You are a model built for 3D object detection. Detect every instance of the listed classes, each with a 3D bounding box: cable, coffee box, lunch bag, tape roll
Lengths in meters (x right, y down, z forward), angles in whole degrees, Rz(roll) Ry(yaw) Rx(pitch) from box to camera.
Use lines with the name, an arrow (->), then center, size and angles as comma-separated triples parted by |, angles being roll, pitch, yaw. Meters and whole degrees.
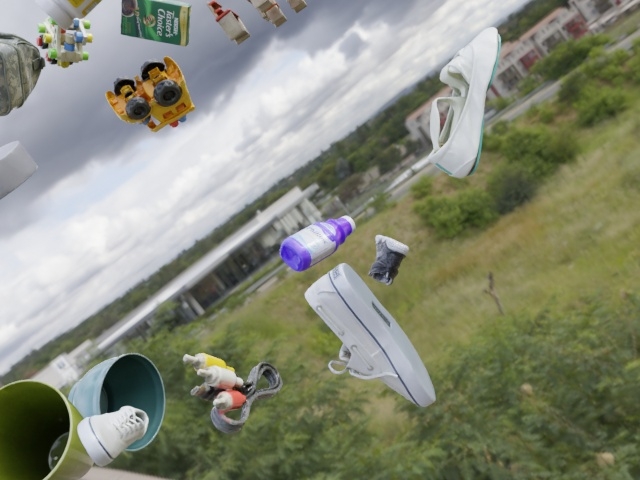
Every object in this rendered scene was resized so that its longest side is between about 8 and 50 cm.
cable -> -0.126, 0.262, 1.220 | 0.072, 0.139, 0.287 | -46, -26, 17
coffee box -> -0.445, -0.599, 1.867 | 0.040, 0.184, 0.113 | -81, 3, -60
lunch bag -> -0.984, -0.497, 1.977 | 0.305, 0.212, 0.256 | 5, 26, 1
tape roll -> -0.761, -0.138, 1.572 | 0.219, 0.072, 0.219 | -24, 28, 13

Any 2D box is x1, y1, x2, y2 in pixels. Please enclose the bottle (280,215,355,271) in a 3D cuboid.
bottle -> 0.000, 0.000, 2.244 | 0.283, 0.118, 0.092 | -29, -30, -39

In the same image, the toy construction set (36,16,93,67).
toy construction set -> -0.816, -0.676, 2.190 | 0.215, 0.151, 0.327 | -67, 32, 35

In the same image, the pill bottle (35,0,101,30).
pill bottle -> -0.626, -0.654, 1.788 | 0.208, 0.119, 0.119 | -44, 5, -1

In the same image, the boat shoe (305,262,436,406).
boat shoe -> 0.090, 0.229, 1.453 | 0.156, 0.367, 0.136 | -33, 18, 17

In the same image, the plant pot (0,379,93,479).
plant pot -> -0.700, 0.530, 1.763 | 0.275, 0.275, 0.293 | -39, -26, -11

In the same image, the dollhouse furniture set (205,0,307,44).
dollhouse furniture set -> -0.187, -0.703, 2.003 | 0.259, 0.135, 0.262 | -33, 0, 11

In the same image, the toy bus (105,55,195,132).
toy bus -> -0.483, -0.395, 2.023 | 0.220, 0.149, 0.211 | -32, -33, -7

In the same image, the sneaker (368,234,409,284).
sneaker -> 0.221, 0.068, 2.407 | 0.268, 0.101, 0.153 | -155, 90, -84

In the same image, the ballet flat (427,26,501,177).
ballet flat -> 0.342, -0.351, 1.672 | 0.139, 0.139, 0.400 | 157, 128, -72

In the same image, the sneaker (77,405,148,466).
sneaker -> -0.387, 0.355, 1.309 | 0.091, 0.094, 0.258 | -33, -2, -8

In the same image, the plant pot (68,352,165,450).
plant pot -> -0.653, 0.505, 2.144 | 0.196, 0.293, 0.293 | -10, 18, 26
